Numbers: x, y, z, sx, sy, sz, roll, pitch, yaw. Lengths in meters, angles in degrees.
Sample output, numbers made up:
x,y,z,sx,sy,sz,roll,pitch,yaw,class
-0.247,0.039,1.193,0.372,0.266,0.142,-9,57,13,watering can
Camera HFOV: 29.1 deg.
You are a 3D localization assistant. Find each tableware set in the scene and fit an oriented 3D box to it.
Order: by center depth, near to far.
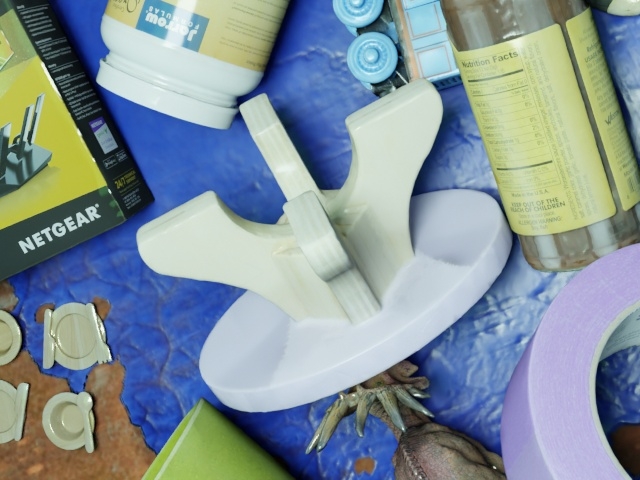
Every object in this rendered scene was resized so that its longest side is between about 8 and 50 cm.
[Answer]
x,y,z,sx,sy,sz,roll,pitch,yaw,class
-0.276,0.130,1.185,0.169,0.020,0.141,-1,93,18,tableware set

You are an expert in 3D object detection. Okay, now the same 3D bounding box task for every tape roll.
x,y,z,sx,sy,sz,roll,pitch,yaw,class
0.273,0.137,0.885,0.275,0.090,0.274,4,59,-6,tape roll

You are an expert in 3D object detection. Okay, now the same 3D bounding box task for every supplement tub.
x,y,z,sx,sy,sz,roll,pitch,yaw,class
-0.099,-0.208,1.040,0.144,0.144,0.199,23,100,16,supplement tub

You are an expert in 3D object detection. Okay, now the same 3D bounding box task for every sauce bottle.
x,y,z,sx,sy,sz,roll,pitch,yaw,class
0.157,-0.150,0.937,0.111,0.111,0.344,-14,104,19,sauce bottle

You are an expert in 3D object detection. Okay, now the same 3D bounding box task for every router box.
x,y,z,sx,sy,sz,roll,pitch,yaw,class
-0.345,-0.074,1.137,0.309,0.081,0.242,-25,99,18,router box

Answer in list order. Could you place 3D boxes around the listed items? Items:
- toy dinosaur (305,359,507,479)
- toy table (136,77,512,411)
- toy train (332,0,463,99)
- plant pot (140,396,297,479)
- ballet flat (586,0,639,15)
x,y,z,sx,sy,sz,roll,pitch,yaw,class
0.094,0.191,0.965,0.127,0.296,0.200,-41,121,-8,toy dinosaur
0.000,0.000,0.967,0.274,0.252,0.160,-35,122,-7,toy table
0.065,-0.202,1.025,0.105,0.080,0.184,-15,87,9,toy train
-0.052,0.323,1.020,0.294,0.275,0.274,33,103,-3,plant pot
0.195,-0.241,0.991,0.173,0.049,0.057,44,106,11,ballet flat
